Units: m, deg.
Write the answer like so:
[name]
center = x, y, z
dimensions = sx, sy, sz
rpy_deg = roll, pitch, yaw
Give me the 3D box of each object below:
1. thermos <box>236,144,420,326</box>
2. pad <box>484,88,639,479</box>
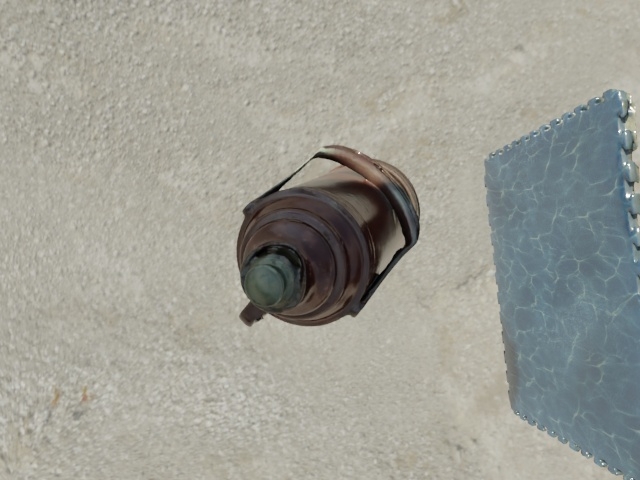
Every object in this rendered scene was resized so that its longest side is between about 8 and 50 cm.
[thermos]
center = 0.002, 0.003, 0.447
dimensions = 0.099, 0.124, 0.232
rpy_deg = 45, 23, 4
[pad]
center = 0.192, 0.038, 0.518
dimensions = 0.012, 0.270, 0.268
rpy_deg = -6, 86, -5
